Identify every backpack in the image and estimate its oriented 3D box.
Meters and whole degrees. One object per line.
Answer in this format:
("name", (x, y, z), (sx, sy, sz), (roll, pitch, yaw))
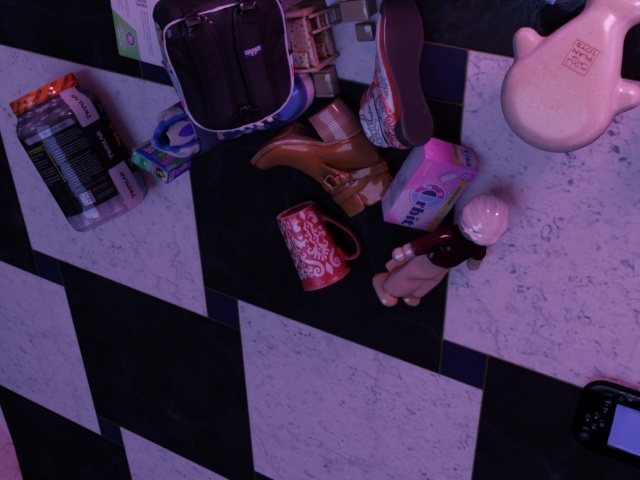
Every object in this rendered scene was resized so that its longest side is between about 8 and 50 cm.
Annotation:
("backpack", (-0.165, -0.327, 1.425), (0.191, 0.225, 0.253), (-117, 10, -49))

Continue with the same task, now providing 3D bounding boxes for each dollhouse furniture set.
("dollhouse furniture set", (0.027, -0.338, 1.470), (0.161, 0.101, 0.182), (5, 123, 33))

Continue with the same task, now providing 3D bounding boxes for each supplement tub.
("supplement tub", (-0.573, -0.209, 1.917), (0.207, 0.207, 0.338), (-10, 114, 40))

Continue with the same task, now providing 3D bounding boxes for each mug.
("mug", (-0.005, 0.000, 1.752), (0.169, 0.150, 0.113), (65, 168, -13))

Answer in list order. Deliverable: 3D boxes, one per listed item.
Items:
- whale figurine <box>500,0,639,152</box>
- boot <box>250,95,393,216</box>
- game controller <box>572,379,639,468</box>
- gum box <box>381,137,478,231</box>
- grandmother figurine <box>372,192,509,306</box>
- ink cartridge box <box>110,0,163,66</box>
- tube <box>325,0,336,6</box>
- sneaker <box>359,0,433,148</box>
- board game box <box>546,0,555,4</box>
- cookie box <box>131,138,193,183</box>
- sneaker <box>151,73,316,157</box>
("whale figurine", (0.399, -0.269, 1.257), (0.216, 0.141, 0.272), (31, 109, 13))
("boot", (0.006, -0.144, 1.638), (0.283, 0.109, 0.220), (-25, 108, 36))
("game controller", (0.651, 0.376, 1.555), (0.319, 0.067, 0.166), (16, 128, 25))
("gum box", (0.197, -0.098, 1.512), (0.107, 0.062, 0.188), (14, 137, -17))
("grandmother figurine", (0.229, 0.020, 1.539), (0.342, 0.208, 0.104), (-45, 60, 48))
("ink cartridge box", (-0.273, -0.447, 1.599), (0.273, 0.115, 0.198), (19, 130, 24))
("tube", (-0.007, -0.513, 1.397), (0.207, 0.080, 0.052), (60, 163, -9))
("sneaker", (0.117, -0.295, 1.442), (0.145, 0.090, 0.270), (6, 108, 61))
("board game box", (0.317, -0.446, 1.239), (0.154, 0.026, 0.103), (35, 134, 10))
("cookie box", (-0.364, -0.188, 1.864), (0.107, 0.092, 0.040), (31, 131, 14))
("sneaker", (-0.188, -0.239, 1.598), (0.323, 0.236, 0.130), (-5, 117, 38))
